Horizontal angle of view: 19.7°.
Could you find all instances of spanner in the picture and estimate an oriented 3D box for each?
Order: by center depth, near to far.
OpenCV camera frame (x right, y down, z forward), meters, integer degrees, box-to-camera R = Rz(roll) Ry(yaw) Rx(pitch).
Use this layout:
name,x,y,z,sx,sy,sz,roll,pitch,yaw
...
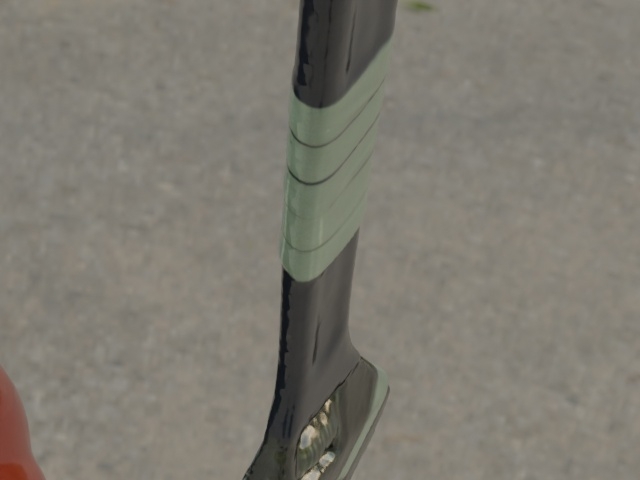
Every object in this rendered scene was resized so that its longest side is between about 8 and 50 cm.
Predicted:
name,x,y,z,sx,sy,sz,roll,pitch,yaw
spanner,0.000,0.000,0.438,0.024,0.316,0.087,24,57,12

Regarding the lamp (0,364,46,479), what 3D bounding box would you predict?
name,x,y,z,sx,sy,sz,roll,pitch,yaw
lamp,-0.200,0.106,0.616,0.227,0.227,0.227,9,35,-6
